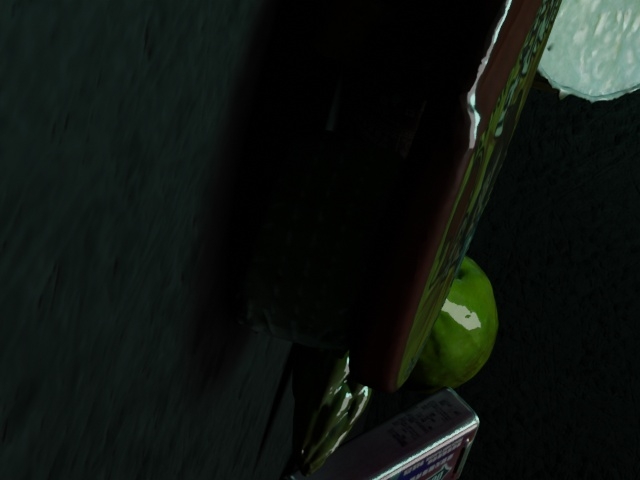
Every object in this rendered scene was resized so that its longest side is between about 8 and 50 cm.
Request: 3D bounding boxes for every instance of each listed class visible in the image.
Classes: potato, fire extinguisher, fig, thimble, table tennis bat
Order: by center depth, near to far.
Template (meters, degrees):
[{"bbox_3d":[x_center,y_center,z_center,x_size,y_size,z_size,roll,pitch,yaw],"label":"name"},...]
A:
[{"bbox_3d":[0.084,-0.093,0.588,0.415,0.051,0.268,103,13,-46],"label":"table tennis bat"},{"bbox_3d":[0.000,0.000,0.627,0.084,0.062,0.110,58,50,-83],"label":"thimble"},{"bbox_3d":[0.069,-0.117,0.803,0.269,0.105,0.105,101,9,-46],"label":"fire extinguisher"},{"bbox_3d":[0.174,-0.251,0.992,0.246,0.196,0.299,-59,145,-3],"label":"potato"},{"bbox_3d":[0.111,0.065,1.342,0.233,0.167,0.167,90,18,-49],"label":"fig"}]

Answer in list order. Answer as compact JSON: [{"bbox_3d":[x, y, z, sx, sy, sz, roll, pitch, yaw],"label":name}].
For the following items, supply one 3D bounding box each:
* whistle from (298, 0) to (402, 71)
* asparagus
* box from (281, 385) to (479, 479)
[{"bbox_3d":[0.048,-0.178,0.538,0.107,0.057,0.220,-16,133,-64],"label":"whistle"},{"bbox_3d":[0.031,0.048,0.987,0.080,0.080,0.287,85,24,-74],"label":"asparagus"},{"bbox_3d":[0.057,0.245,1.288,0.224,0.069,0.120,-25,144,-32],"label":"box"}]
